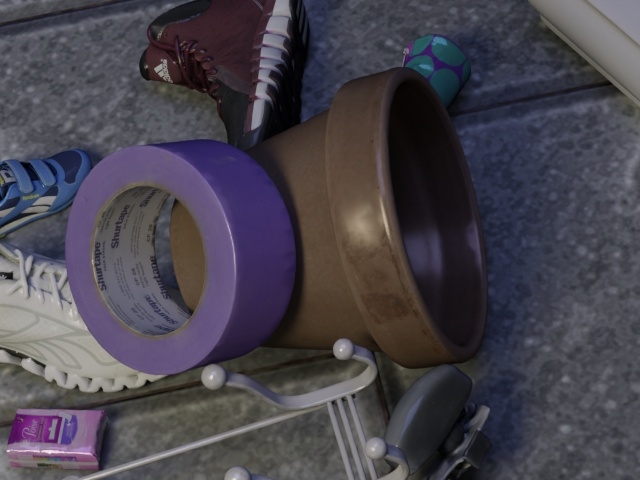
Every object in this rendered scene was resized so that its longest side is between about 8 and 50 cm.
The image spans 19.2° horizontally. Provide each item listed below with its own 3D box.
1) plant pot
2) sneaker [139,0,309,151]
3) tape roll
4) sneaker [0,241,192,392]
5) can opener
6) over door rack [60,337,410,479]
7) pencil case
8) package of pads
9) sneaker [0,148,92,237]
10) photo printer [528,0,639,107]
[{"bbox_3d":[0.000,0.000,1.647,0.229,0.263,0.263,-13,50,19],"label":"plant pot"},{"bbox_3d":[-0.104,-0.147,1.852,0.162,0.106,0.281,-3,42,11],"label":"sneaker"},{"bbox_3d":[-0.117,0.012,1.557,0.189,0.189,0.080,35,25,28],"label":"tape roll"},{"bbox_3d":[-0.246,0.060,1.689,0.292,0.118,0.110,4,51,8],"label":"sneaker"},{"bbox_3d":[0.055,0.232,1.539,0.093,0.074,0.280,38,61,-16],"label":"can opener"},{"bbox_3d":[-0.085,0.228,1.483,0.324,0.108,0.239,-26,45,9],"label":"over door rack"},{"bbox_3d":[0.083,-0.128,1.826,0.070,0.064,0.152,30,60,8],"label":"pencil case"},{"bbox_3d":[-0.230,0.173,1.652,0.083,0.032,0.050,1,50,8],"label":"package of pads"},{"bbox_3d":[-0.284,-0.051,1.814,0.144,0.059,0.053,-31,53,-18],"label":"sneaker"},{"bbox_3d":[0.390,-0.219,1.830,0.256,0.107,0.307,-31,55,-16],"label":"photo printer"}]
